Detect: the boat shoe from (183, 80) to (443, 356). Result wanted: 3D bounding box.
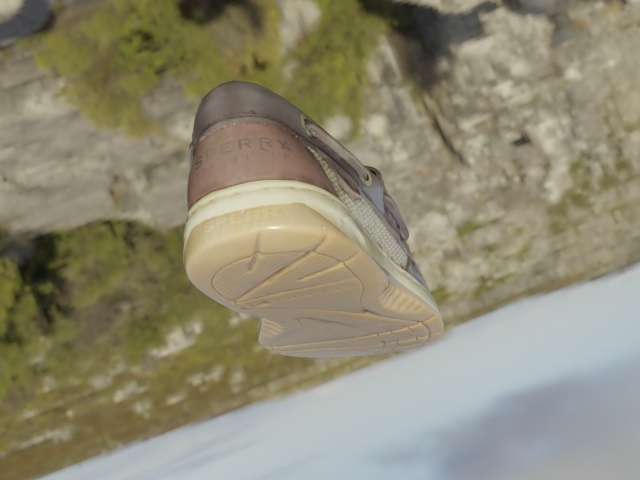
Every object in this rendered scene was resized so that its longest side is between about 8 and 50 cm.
[{"bbox_3d":[0.000,0.000,0.716,0.103,0.092,0.285,-9,163,14],"label":"boat shoe"}]
